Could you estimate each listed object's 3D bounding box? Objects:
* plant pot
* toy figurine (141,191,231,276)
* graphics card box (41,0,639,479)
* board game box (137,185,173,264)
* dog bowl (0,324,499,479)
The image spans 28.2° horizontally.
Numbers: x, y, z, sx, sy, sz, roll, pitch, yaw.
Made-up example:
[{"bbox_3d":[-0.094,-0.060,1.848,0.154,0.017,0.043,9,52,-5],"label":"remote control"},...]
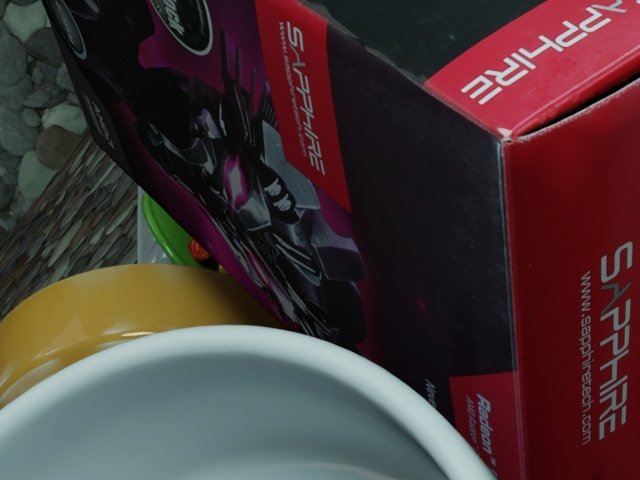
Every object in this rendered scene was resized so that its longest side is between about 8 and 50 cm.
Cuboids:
[{"bbox_3d":[-0.098,0.150,0.742,0.205,0.205,0.188,-42,37,31],"label":"plant pot"},{"bbox_3d":[-0.041,-0.025,1.045,0.159,0.130,0.173,-39,44,13],"label":"toy figurine"},{"bbox_3d":[-0.006,-0.061,0.544,0.094,0.233,0.371,-32,49,-18],"label":"graphics card box"},{"bbox_3d":[-0.060,-0.143,1.364,0.390,0.050,0.390,-49,19,11],"label":"board game box"},{"bbox_3d":[-0.038,0.168,0.423,0.265,0.104,0.265,-14,55,21],"label":"dog bowl"}]
